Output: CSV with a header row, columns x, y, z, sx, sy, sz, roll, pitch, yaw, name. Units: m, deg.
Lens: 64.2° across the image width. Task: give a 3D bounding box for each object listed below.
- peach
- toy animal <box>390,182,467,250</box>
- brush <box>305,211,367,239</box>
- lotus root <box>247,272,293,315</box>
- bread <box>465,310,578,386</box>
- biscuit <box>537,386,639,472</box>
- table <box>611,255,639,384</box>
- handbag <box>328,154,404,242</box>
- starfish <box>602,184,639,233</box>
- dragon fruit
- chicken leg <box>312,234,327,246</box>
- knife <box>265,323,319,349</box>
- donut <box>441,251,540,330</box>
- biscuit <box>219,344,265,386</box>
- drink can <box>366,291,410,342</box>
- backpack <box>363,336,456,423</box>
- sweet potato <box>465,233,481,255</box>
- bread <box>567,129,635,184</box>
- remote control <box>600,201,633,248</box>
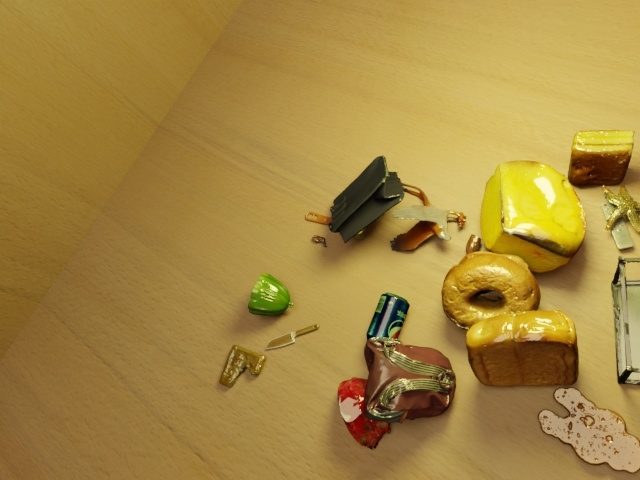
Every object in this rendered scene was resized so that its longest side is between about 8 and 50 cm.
x,y,z,sx,sy,sz,roll,pitch,yaw,name
0.731,-0.065,1.765,0.306,0.242,0.380,0,58,2,peach
0.423,-0.108,2.019,0.302,0.225,0.284,6,51,14,toy animal
0.062,-0.076,2.212,0.314,0.017,0.090,16,74,30,brush
-0.189,0.243,2.124,0.186,0.186,0.186,-9,66,22,lotus root
0.628,0.336,1.601,0.328,0.337,0.148,-9,48,25,bread
0.832,0.587,1.561,0.295,0.044,0.186,37,91,33,biscuit
0.994,0.241,1.491,0.222,0.272,0.335,-3,68,25,table
0.175,-0.161,2.040,0.329,0.122,0.303,-41,19,21,handbag
1.052,-0.110,1.731,0.176,0.053,0.208,0,67,3,starfish
0.154,0.607,1.823,0.163,0.189,0.261,-43,57,41,dragon fruit
0.000,-0.002,2.206,0.083,0.021,0.036,27,73,27,chicken leg
-0.119,0.399,2.097,0.256,0.022,0.046,-23,66,16,knife
0.574,0.186,1.734,0.299,0.150,0.317,49,122,4,donut
-0.324,0.535,2.128,0.183,0.039,0.174,8,72,29,biscuit
0.250,0.304,1.907,0.118,0.118,0.205,17,79,30,drink can
0.306,0.478,1.736,0.317,0.197,0.283,6,65,-3,backpack
0.568,0.034,1.910,0.049,0.049,0.117,17,83,30,sweet potato
0.953,-0.276,1.747,0.184,0.234,0.110,6,69,26,bread
1.015,-0.052,1.748,0.050,0.027,0.184,-11,61,14,remote control
